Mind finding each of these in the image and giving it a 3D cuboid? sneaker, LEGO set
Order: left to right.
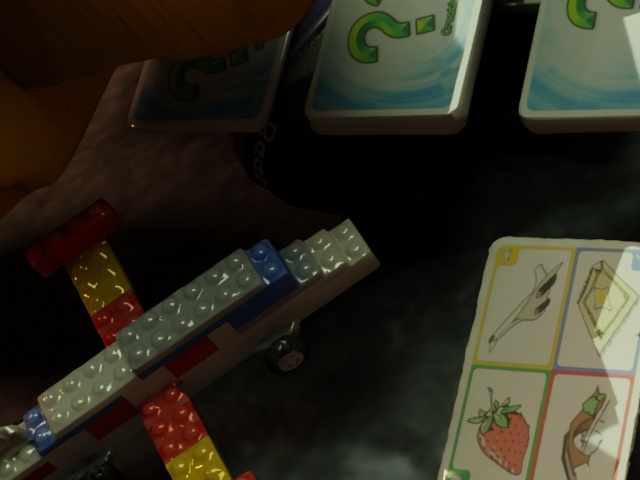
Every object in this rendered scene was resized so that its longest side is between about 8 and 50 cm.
[{"bbox_3d":[0.000,0.000,0.480,0.182,0.060,0.244,2,64,27],"label":"LEGO set"},{"bbox_3d":[0.091,-0.094,0.606,0.283,0.107,0.124,-28,49,-6],"label":"sneaker"}]

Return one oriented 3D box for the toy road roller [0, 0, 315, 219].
[{"bbox_3d":[-0.101,-0.144,0.515,0.240,0.202,0.329,-9,47,36],"label":"toy road roller"}]
